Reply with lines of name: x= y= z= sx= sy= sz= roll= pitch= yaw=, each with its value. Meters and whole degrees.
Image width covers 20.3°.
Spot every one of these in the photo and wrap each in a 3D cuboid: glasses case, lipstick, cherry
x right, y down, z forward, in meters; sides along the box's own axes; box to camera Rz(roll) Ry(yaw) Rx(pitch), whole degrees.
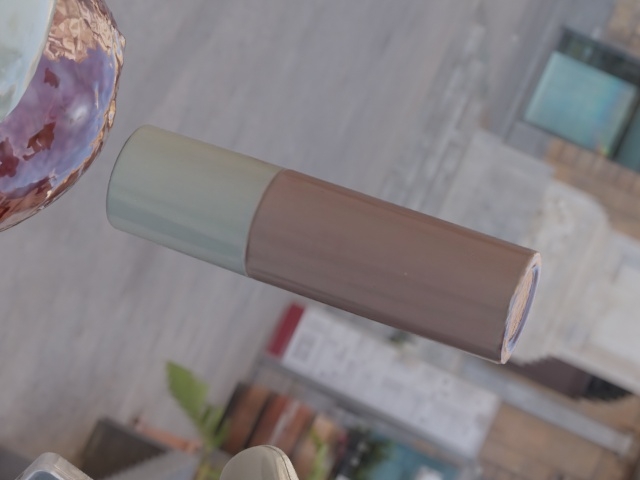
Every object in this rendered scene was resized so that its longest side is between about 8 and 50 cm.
glasses case: x=-0.040 y=0.285 z=1.633 sx=0.081 sy=0.204 sz=0.051 roll=-33 pitch=152 yaw=30
lipstick: x=0.000 y=0.000 z=1.057 sx=0.070 sy=0.254 sz=0.070 roll=19 pitch=90 yaw=-74
cherry: x=-0.339 y=-0.149 z=1.445 sx=0.335 sy=0.326 sz=0.291 roll=-24 pitch=162 yaw=-15

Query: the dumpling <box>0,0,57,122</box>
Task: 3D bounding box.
dumpling: x=-0.276 y=-0.184 z=1.112 sx=0.175 sy=0.227 sz=0.243 roll=-37 pitch=-128 yaw=31

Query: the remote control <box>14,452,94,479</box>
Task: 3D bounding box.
remote control: x=-0.196 y=0.306 z=1.734 sx=0.103 sy=0.250 sz=0.034 roll=-42 pitch=-165 yaw=31
